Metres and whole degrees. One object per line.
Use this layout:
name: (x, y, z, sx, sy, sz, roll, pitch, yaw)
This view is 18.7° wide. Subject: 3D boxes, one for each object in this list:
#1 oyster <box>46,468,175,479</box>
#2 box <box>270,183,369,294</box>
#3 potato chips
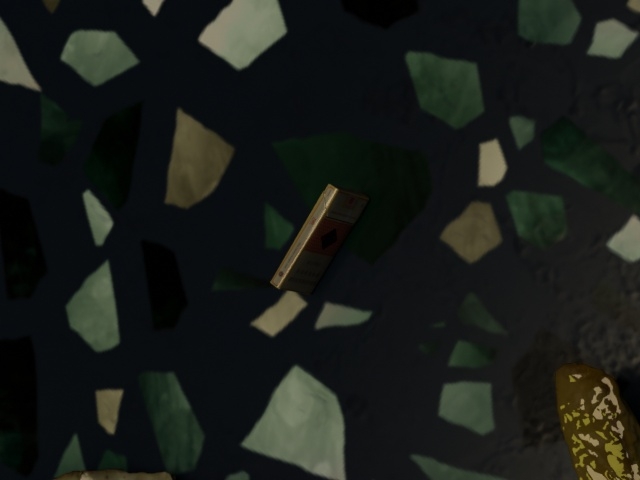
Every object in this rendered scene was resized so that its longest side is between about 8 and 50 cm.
oyster: (-0.158, 0.241, 1.395, 0.341, 0.166, 0.110, -17, 107, 26)
box: (0.000, 0.000, 1.383, 0.012, 0.046, 0.083, 39, 103, 31)
potato chips: (0.210, 0.277, 1.225, 0.057, 0.080, 0.407, -14, 78, 41)
